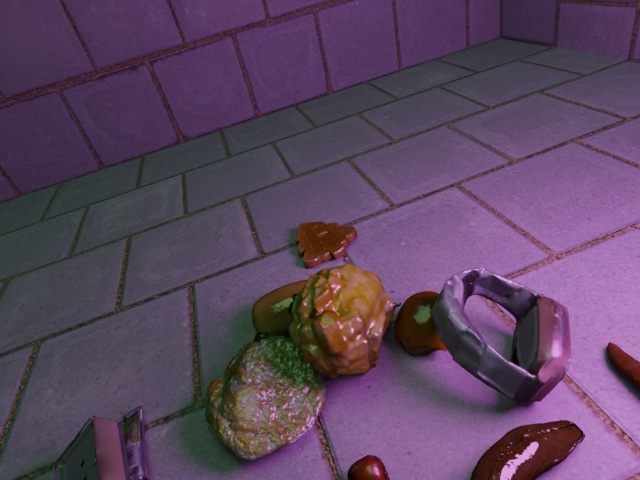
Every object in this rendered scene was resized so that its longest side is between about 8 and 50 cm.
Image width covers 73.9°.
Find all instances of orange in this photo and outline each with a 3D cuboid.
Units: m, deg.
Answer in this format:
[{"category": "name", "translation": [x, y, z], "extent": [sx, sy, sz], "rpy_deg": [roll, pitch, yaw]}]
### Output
[{"category": "orange", "translation": [0.247, 0.184, 1.003], "extent": [0.160, 0.112, 0.170], "rpy_deg": [-19, 23, -4]}]

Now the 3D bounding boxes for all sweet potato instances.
[{"category": "sweet potato", "translation": [0.635, 0.268, 0.772], "extent": [0.078, 0.058, 0.255], "rpy_deg": [-14, 28, -27]}, {"category": "sweet potato", "translation": [0.334, 0.387, 0.711], "extent": [0.285, 0.085, 0.112], "rpy_deg": [-23, 68, -29]}]

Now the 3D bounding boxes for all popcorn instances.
[{"category": "popcorn", "translation": [0.058, 0.179, 0.964], "extent": [0.215, 0.252, 0.286], "rpy_deg": [-7, 27, 34]}]

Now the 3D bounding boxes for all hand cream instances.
[{"category": "hand cream", "translation": [-0.413, 0.461, 0.926], "extent": [0.086, 0.055, 0.235], "rpy_deg": [-31, 31, -17]}]

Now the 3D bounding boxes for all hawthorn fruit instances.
[{"category": "hawthorn fruit", "translation": [0.085, 0.424, 0.757], "extent": [0.077, 0.077, 0.077], "rpy_deg": [-11, 35, 7]}]

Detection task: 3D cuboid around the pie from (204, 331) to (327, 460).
[{"category": "pie", "translation": [-0.116, 0.335, 0.934], "extent": [0.257, 0.105, 0.274], "rpy_deg": [23, 50, 31]}]

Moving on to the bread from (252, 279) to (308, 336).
[{"category": "bread", "translation": [-0.084, 0.176, 1.149], "extent": [0.217, 0.098, 0.147], "rpy_deg": [-21, 31, -10]}]

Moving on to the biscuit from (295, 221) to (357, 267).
[{"category": "biscuit", "translation": [0.000, 0.000, 1.412], "extent": [0.212, 0.041, 0.238], "rpy_deg": [-36, 39, -17]}]

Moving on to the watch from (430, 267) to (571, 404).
[{"category": "watch", "translation": [0.351, 0.172, 0.867], "extent": [0.241, 0.162, 0.253], "rpy_deg": [19, 42, 11]}]

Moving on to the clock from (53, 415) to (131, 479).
[{"category": "clock", "translation": [-0.458, 0.475, 0.846], "extent": [0.147, 0.071, 0.192], "rpy_deg": [-53, 39, 2]}]
